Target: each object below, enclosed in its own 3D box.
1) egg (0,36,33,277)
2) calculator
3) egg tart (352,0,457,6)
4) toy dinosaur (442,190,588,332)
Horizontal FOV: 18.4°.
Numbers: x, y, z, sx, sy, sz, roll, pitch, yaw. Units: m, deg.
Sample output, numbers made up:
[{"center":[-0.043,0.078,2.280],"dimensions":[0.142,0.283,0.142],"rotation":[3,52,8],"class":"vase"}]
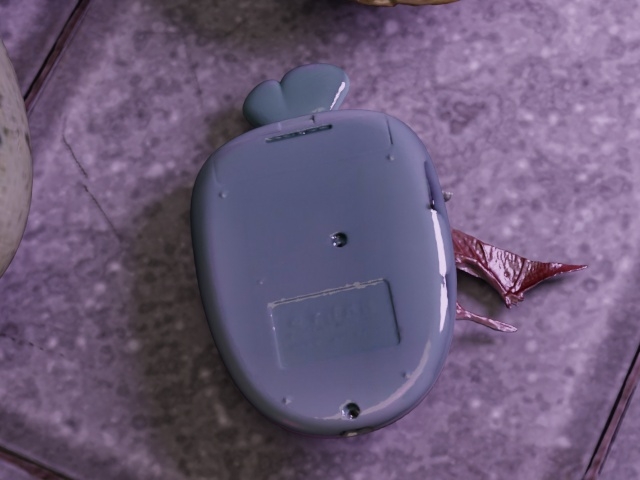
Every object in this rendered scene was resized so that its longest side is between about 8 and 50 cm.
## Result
[{"center":[-0.358,-0.101,1.353],"dimensions":[0.379,0.287,0.287],"rotation":[40,74,18],"class":"egg"},{"center":[0.000,0.000,1.414],"dimensions":[0.185,0.041,0.299],"rotation":[-11,64,4],"class":"calculator"},{"center":[0.071,-0.294,1.516],"dimensions":[0.288,0.118,0.288],"rotation":[1,67,-2],"class":"egg tart"},{"center":[0.085,0.019,1.437],"dimensions":[0.220,0.032,0.108],"rotation":[-6,64,-2],"class":"toy dinosaur"}]
